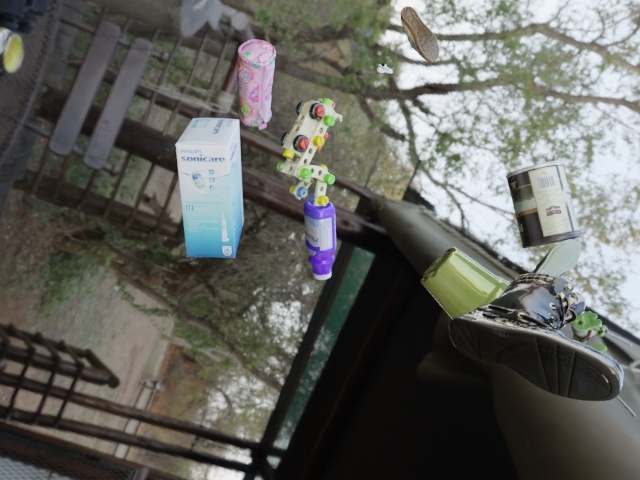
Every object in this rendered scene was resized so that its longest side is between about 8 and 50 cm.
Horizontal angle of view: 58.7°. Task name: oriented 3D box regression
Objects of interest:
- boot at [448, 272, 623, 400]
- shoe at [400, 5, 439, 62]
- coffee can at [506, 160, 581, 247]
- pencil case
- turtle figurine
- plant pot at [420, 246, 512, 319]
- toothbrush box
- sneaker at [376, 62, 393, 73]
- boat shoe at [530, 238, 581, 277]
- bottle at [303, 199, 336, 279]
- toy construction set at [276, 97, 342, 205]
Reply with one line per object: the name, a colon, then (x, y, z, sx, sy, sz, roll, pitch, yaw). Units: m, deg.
boot: (0.520, 0.198, 1.284, 0.378, 0.284, 0.138, 11, -60, 46)
shoe: (0.346, -0.715, 1.992, 0.077, 0.218, 0.058, -27, 175, -9)
coffee can: (0.803, -0.126, 2.055, 0.201, 0.202, 0.275, 142, -62, -75)
pencil case: (-0.205, -0.491, 1.811, 0.284, 0.124, 0.124, 101, 4, -52)
turtle figurine: (0.770, 0.308, 1.562, 0.197, 0.275, 0.266, -57, 148, -14)
plant pot: (0.515, 0.170, 2.070, 0.276, 0.254, 0.276, -47, 178, -2)
toothbrush box: (-0.267, -0.134, 1.420, 0.216, 0.126, 0.295, -91, -177, -61)
sneaker: (0.246, -0.653, 2.157, 0.032, 0.083, 0.036, 23, -64, 42)
boat shoe: (0.680, 0.083, 1.683, 0.228, 0.081, 0.068, -41, 173, -18)
bottle: (0.000, 0.000, 1.976, 0.118, 0.092, 0.282, 36, -45, 50)
toy construction set: (-0.015, -0.281, 1.643, 0.151, 0.215, 0.327, 2, -110, 38)
